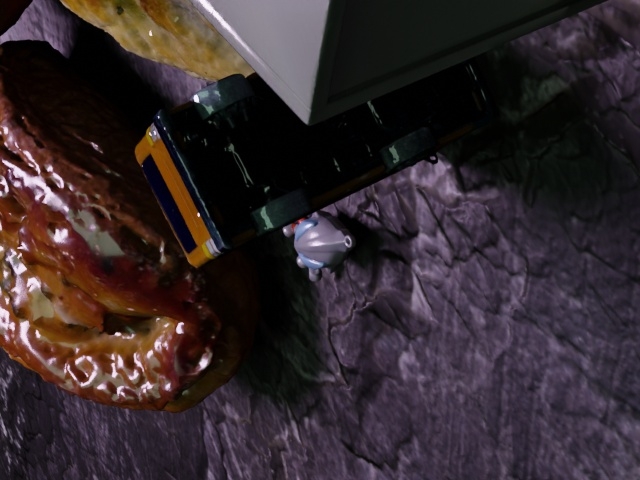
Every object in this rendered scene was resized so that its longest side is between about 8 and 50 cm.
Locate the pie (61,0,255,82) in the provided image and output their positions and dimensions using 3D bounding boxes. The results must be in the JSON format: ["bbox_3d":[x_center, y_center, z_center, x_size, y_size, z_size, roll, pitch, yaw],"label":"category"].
[{"bbox_3d":[-0.131,-0.230,1.105,0.338,0.075,0.337,25,149,16],"label":"pie"}]

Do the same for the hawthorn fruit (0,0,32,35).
[{"bbox_3d":[-0.338,-0.264,1.356,0.258,0.258,0.261,47,157,28],"label":"hawthorn fruit"}]

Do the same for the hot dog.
[{"bbox_3d":[-0.209,-0.009,1.409,0.387,0.174,0.267,44,143,34],"label":"hot dog"}]

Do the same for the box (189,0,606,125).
[{"bbox_3d":[0.063,-0.205,0.761,0.117,0.225,0.225,48,147,28],"label":"box"}]

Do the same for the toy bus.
[{"bbox_3d":[-0.005,-0.066,1.015,0.098,0.201,0.114,63,159,2],"label":"toy bus"}]

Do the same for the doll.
[{"bbox_3d":[-0.001,0.000,1.218,0.114,0.039,0.057,175,106,-70],"label":"doll"}]
